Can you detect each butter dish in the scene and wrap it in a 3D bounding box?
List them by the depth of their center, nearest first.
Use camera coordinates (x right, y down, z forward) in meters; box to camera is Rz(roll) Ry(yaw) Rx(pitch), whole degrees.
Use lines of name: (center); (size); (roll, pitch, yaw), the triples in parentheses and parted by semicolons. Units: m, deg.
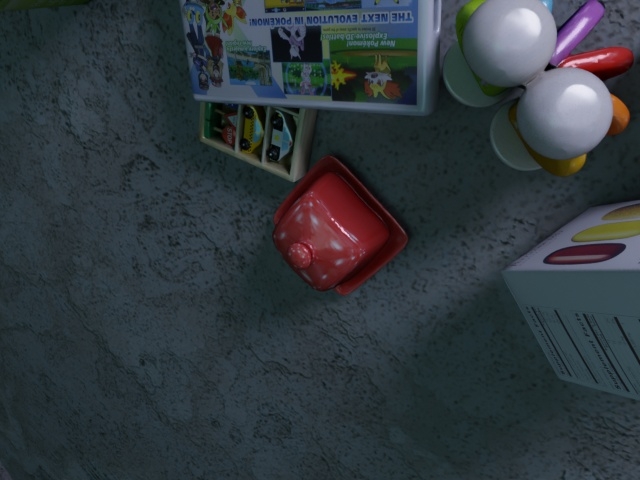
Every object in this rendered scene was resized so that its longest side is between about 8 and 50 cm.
butter dish: (0.000, 0.000, 0.713); (0.160, 0.118, 0.160); (48, 129, 4)

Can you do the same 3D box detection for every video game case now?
video game case: (-0.029, -0.293, 0.583); (0.329, 0.036, 0.300); (12, 118, 31)

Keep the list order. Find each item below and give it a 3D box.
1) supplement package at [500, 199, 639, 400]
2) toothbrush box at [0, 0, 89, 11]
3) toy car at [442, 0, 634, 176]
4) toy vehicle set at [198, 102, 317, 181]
supplement package: (0.295, 0.047, 0.459); (0.134, 0.139, 0.244); (60, 164, -5)
toothbrush box: (-0.374, -0.379, 0.661); (0.206, 0.283, 0.122); (-19, 101, 37)
toy car: (0.205, -0.155, 0.502); (0.136, 0.159, 0.182); (-37, 90, 5)
toy vehicle set: (-0.075, -0.226, 0.701); (0.166, 0.035, 0.267); (24, 124, 21)
